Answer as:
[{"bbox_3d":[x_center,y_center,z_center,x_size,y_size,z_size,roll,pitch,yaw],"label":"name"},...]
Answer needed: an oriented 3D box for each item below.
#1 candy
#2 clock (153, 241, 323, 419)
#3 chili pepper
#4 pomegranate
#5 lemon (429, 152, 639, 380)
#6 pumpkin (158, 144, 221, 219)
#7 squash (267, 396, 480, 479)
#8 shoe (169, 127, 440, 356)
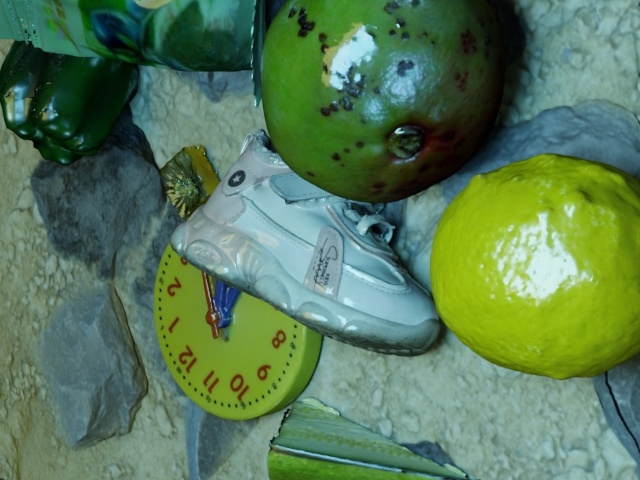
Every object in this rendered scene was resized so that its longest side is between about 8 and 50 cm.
[{"bbox_3d":[-0.247,-0.307,1.851,0.398,0.172,0.263,6,138,8],"label":"candy"},{"bbox_3d":[-0.118,0.094,1.966,0.277,0.071,0.293,48,124,27],"label":"clock"},{"bbox_3d":[-0.336,-0.236,2.063,0.165,0.174,0.261,-17,47,45],"label":"chili pepper"},{"bbox_3d":[0.050,-0.212,1.645,0.291,0.291,0.323,-41,63,37],"label":"pomegranate"},{"bbox_3d":[0.236,0.027,1.540,0.288,0.233,0.233,-2,93,45],"label":"lemon"},{"bbox_3d":[-0.175,-0.076,2.011,0.074,0.054,0.083,-40,74,42],"label":"pumpkin"},{"bbox_3d":[0.069,0.278,1.855,0.252,0.169,0.093,9,106,7],"label":"squash"},{"bbox_3d":[0.000,0.000,1.783,0.351,0.172,0.198,25,88,22],"label":"shoe"}]
